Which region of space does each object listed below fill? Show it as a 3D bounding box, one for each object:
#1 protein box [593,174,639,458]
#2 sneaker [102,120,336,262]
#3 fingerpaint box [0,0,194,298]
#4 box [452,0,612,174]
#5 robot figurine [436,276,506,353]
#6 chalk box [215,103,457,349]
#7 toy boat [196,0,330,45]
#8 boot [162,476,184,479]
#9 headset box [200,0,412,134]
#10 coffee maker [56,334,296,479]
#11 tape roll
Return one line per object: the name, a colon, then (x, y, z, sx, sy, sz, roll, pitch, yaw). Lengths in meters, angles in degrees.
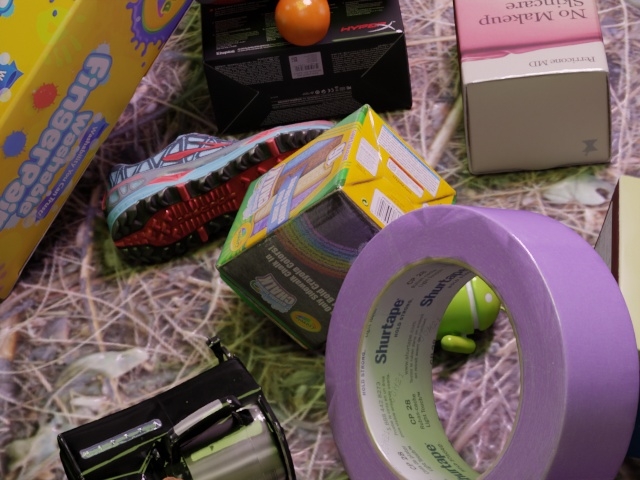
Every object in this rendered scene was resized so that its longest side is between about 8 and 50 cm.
protein box: (0.332, 0.076, 1.474, 0.200, 0.136, 0.201, 11, 46, -1)
sneaker: (-0.101, -0.080, 1.771, 0.262, 0.104, 0.125, -18, 42, -9)
fingerpaint box: (-0.359, -0.230, 1.744, 0.371, 0.163, 0.444, 36, 96, 29)
box: (0.217, -0.195, 1.812, 0.149, 0.126, 0.232, -5, 44, 4)
robot figurine: (0.115, 0.058, 1.613, 0.115, 0.067, 0.101, -11, 72, 0)
chalk box: (0.000, 0.000, 1.616, 0.213, 0.132, 0.132, -31, 26, 36)
toy boat: (-0.025, -0.273, 1.792, 0.231, 0.151, 0.151, -13, 75, -2)
boot: (-0.144, 0.332, 1.272, 0.109, 0.220, 0.283, 25, 32, -18)
headset box: (-0.022, -0.265, 1.939, 0.218, 0.110, 0.293, -9, 44, 1)
coffee maker: (-0.132, 0.186, 1.512, 0.178, 0.120, 0.171, -22, 22, -13)
tape roll: (0.125, 0.109, 1.411, 0.090, 0.274, 0.275, 4, 30, -42)
